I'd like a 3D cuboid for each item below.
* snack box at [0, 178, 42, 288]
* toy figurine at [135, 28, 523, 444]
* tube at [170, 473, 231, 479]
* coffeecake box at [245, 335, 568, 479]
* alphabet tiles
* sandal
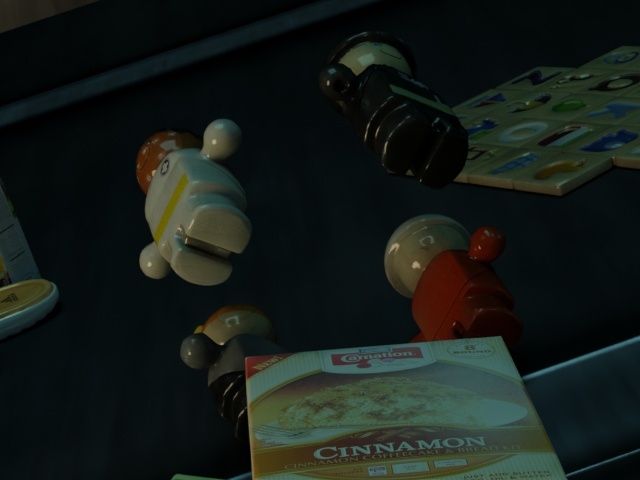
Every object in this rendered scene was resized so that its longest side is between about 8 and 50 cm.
[{"bbox_3d":[-0.315,0.003,1.545,0.141,0.100,0.037,-3,24,36],"label":"snack box"},{"bbox_3d":[0.000,0.000,1.081,0.209,0.213,0.148,-24,30,-3],"label":"toy figurine"},{"bbox_3d":[-0.078,0.172,0.895,0.062,0.070,0.240,-48,-2,27],"label":"tube"},{"bbox_3d":[0.037,0.115,0.895,0.142,0.068,0.185,-5,18,-3],"label":"coffeecake box"},{"bbox_3d":[0.229,-0.106,1.503,0.285,0.011,0.342,-27,20,-28],"label":"alphabet tiles"},{"bbox_3d":[-0.342,0.064,1.430,0.265,0.076,0.102,-23,18,-16],"label":"sandal"}]
